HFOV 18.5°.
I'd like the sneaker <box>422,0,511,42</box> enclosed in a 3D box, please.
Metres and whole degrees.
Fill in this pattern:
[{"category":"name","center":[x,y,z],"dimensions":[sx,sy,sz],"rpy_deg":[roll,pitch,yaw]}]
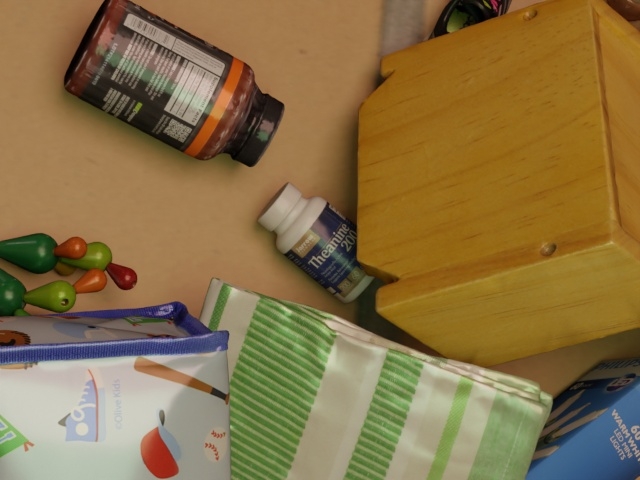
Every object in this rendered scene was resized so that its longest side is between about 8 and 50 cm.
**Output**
[{"category":"sneaker","center":[0.161,-0.236,2.009],"dimensions":[0.063,0.075,0.170],"rpy_deg":[38,66,-8]}]

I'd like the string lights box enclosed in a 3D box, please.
[{"category":"string lights box","center":[0.236,0.211,1.882],"dimensions":[0.259,0.133,0.077],"rpy_deg":[-35,99,-26]}]

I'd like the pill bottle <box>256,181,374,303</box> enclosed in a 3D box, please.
[{"category":"pill bottle","center":[0.000,0.000,1.888],"dimensions":[0.120,0.067,0.067],"rpy_deg":[39,66,-7]}]

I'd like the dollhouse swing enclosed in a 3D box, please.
[{"category":"dollhouse swing","center":[0.239,-0.005,1.896],"dimensions":[0.347,0.315,0.305],"rpy_deg":[-89,155,-44]}]

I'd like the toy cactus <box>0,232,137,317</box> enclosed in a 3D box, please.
[{"category":"toy cactus","center":[-0.292,0.036,1.764],"dimensions":[0.219,0.112,0.180],"rpy_deg":[-33,70,-23]}]

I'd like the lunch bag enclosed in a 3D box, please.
[{"category":"lunch bag","center":[-0.271,0.227,1.602],"dimensions":[0.385,0.239,0.328],"rpy_deg":[-1,94,-17]}]

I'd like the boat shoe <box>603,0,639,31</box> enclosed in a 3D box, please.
[{"category":"boat shoe","center":[0.388,-0.328,2.096],"dimensions":[0.122,0.120,0.324],"rpy_deg":[40,66,-7]}]

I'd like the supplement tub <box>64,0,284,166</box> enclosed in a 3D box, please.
[{"category":"supplement tub","center":[-0.135,-0.144,1.855],"dimensions":[0.198,0.106,0.106],"rpy_deg":[28,68,-13]}]

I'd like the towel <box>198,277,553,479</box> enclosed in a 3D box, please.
[{"category":"towel","center":[0.018,0.194,1.760],"dimensions":[0.324,0.038,0.248],"rpy_deg":[20,96,3]}]
